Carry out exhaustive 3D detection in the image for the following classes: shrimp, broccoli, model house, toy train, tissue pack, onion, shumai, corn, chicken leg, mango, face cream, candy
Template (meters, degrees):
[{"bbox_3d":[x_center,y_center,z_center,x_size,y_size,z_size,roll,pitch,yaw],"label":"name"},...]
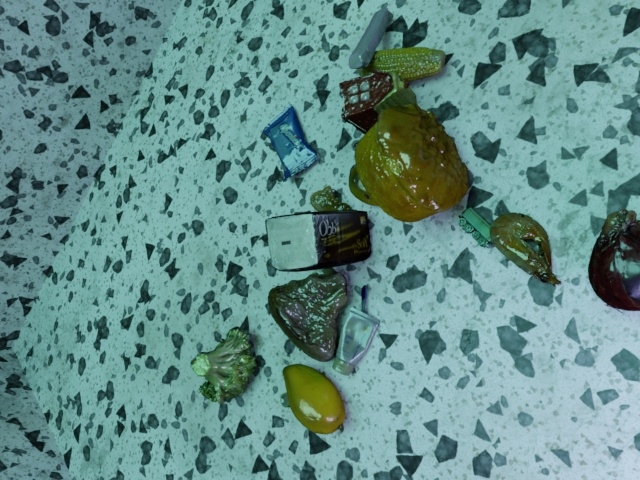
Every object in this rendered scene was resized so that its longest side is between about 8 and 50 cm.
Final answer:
[{"bbox_3d":[0.619,0.025,1.516,0.145,0.061,0.267,-33,60,0],"label":"shrimp"},{"bbox_3d":[-0.388,0.495,2.034,0.247,0.245,0.288,-17,75,23],"label":"broccoli"},{"bbox_3d":[0.222,-0.505,1.852,0.254,0.196,0.160,-7,76,34],"label":"model house"},{"bbox_3d":[0.500,-0.041,1.636,0.071,0.038,0.148,-47,56,15],"label":"toy train"},{"bbox_3d":[0.000,0.000,1.767,0.210,0.370,0.198,-2,92,34],"label":"tissue pack"},{"bbox_3d":[0.817,0.067,1.268,0.281,0.221,0.281,7,102,34],"label":"onion"},{"bbox_3d":[-0.018,0.254,1.904,0.346,0.217,0.283,40,71,22],"label":"shumai"},{"bbox_3d":[0.288,-0.641,1.876,0.346,0.130,0.130,4,82,35],"label":"corn"},{"bbox_3d":[0.057,-0.142,1.965,0.207,0.085,0.101,22,78,29],"label":"chicken leg"},{"bbox_3d":[-0.026,0.557,1.808,0.176,0.119,0.317,-29,54,-19],"label":"mango"},{"bbox_3d":[0.185,-0.202,1.869,0.195,0.098,0.137,35,97,31],"label":"mango"},{"bbox_3d":[0.114,0.358,1.804,0.114,0.070,0.224,24,95,13],"label":"face cream"},{"bbox_3d":[-0.138,-0.415,2.172,0.187,0.077,0.331,-35,61,17],"label":"candy"}]

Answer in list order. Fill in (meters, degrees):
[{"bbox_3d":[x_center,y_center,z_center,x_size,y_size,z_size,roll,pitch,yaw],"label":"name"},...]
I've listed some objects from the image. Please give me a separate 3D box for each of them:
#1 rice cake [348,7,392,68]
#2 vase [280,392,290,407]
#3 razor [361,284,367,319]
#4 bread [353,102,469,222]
[{"bbox_3d":[0.192,-0.762,1.917,0.072,0.056,0.365,-4,49,38],"label":"rice cake"},{"bbox_3d":[-0.097,0.585,1.888,0.053,0.100,0.053,-9,75,36],"label":"vase"},{"bbox_3d":[0.158,0.234,1.828,0.044,0.028,0.155,-10,74,35],"label":"razor"},{"bbox_3d":[0.300,-0.244,1.632,0.215,0.398,0.398,-32,62,40],"label":"bread"}]
